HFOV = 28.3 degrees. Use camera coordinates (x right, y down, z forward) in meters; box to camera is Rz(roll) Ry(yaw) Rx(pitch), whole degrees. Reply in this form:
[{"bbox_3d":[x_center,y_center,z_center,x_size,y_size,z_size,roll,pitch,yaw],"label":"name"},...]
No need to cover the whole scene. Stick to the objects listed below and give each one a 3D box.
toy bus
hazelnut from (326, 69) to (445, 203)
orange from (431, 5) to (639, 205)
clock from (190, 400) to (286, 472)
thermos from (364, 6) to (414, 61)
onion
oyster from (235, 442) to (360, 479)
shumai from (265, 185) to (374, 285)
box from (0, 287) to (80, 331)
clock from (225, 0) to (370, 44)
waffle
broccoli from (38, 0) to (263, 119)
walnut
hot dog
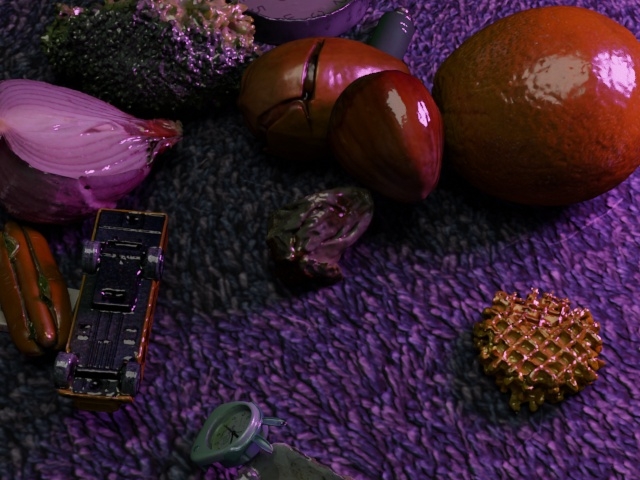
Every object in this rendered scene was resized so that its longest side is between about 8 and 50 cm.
[{"bbox_3d":[-0.302,0.106,1.868,0.121,0.123,0.335,6,52,-1],"label":"toy bus"},{"bbox_3d":[0.102,-0.158,1.966,0.186,0.210,0.210,12,52,4],"label":"hazelnut"},{"bbox_3d":[0.357,-0.217,2.053,0.357,0.322,0.322,-3,51,7],"label":"orange"},{"bbox_3d":[-0.114,0.271,1.755,0.135,0.041,0.101,-13,37,41],"label":"clock"},{"bbox_3d":[0.121,-0.349,2.295,0.073,0.083,0.188,30,51,-7],"label":"thermos"},{"bbox_3d":[-0.389,-0.123,2.035,0.348,0.159,0.267,2,43,-33],"label":"onion"},{"bbox_3d":[0.009,0.366,1.703,0.252,0.087,0.199,-4,61,2],"label":"oyster"},{"bbox_3d":[0.006,-0.002,1.960,0.184,0.184,0.142,-16,89,-15],"label":"shumai"},{"bbox_3d":[-0.456,0.100,1.925,0.167,0.024,0.090,10,51,5],"label":"box"},{"bbox_3d":[-0.057,-0.493,2.399,0.312,0.061,0.313,1,52,-2],"label":"clock"},{"bbox_3d":[0.326,0.153,1.903,0.193,0.070,0.197,-11,53,-11],"label":"waffle"},{"bbox_3d":[-0.235,-0.386,2.202,0.353,0.275,0.397,44,52,7],"label":"broccoli"},{"bbox_3d":[0.026,-0.247,2.126,0.336,0.209,0.209,-13,53,-24],"label":"walnut"},{"bbox_3d":[-0.433,0.067,1.894,0.100,0.068,0.249,-16,53,-16],"label":"hot dog"}]
